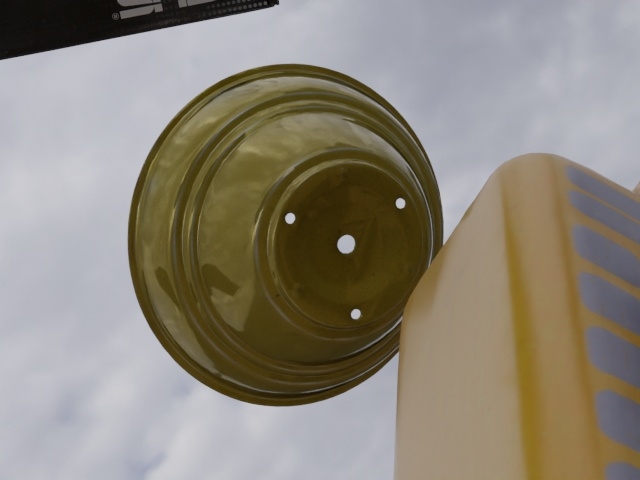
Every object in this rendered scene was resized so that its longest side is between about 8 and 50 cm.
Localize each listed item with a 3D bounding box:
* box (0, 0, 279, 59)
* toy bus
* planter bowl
[{"bbox_3d":[-0.127,-0.177,0.683,0.190,0.045,0.184,-11,-72,-3],"label":"box"},{"bbox_3d":[0.097,0.073,0.501,0.108,0.130,0.333,-59,10,26],"label":"toy bus"},{"bbox_3d":[0.000,0.000,0.936,0.217,0.090,0.217,-2,-86,-25],"label":"planter bowl"}]
